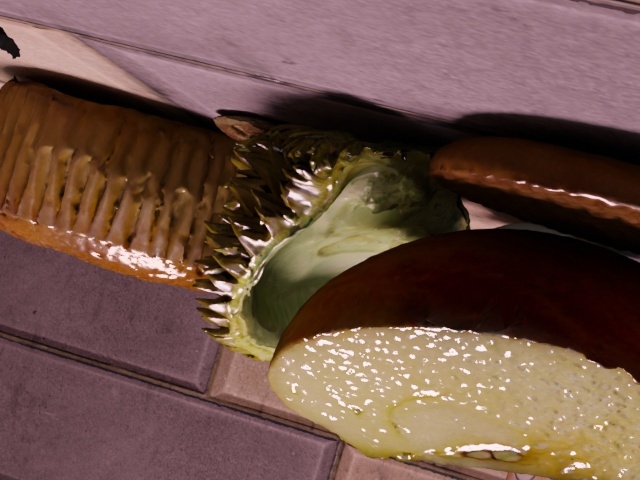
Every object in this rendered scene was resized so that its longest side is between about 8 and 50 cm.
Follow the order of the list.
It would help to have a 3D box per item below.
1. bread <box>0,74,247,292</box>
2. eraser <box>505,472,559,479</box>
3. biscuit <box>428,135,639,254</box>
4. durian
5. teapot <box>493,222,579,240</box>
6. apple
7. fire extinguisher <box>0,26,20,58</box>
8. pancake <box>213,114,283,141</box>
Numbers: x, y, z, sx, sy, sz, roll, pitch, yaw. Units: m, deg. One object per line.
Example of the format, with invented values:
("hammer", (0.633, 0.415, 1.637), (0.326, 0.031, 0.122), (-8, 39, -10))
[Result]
("bread", (-0.175, -0.047, 1.306), (0.253, 0.142, 0.227), (15, -176, -3))
("eraser", (0.288, 0.194, 1.656), (0.087, 0.290, 0.171), (18, 176, -20))
("biscuit", (0.192, -0.019, 0.915), (0.262, 0.037, 0.262), (16, 178, 1))
("durian", (0.013, 0.008, 1.108), (0.198, 0.163, 0.394), (13, 162, 5))
("teapot", (0.191, 0.058, 1.305), (0.232, 0.159, 0.159), (-7, 169, 17))
("apple", (0.143, 0.080, 1.003), (0.346, 0.179, 0.254), (6, -164, 22))
("fire extinguisher", (-0.277, -0.150, 0.671), (0.294, 0.093, 0.118), (18, -158, -27))
("pancake", (-0.031, -0.081, 1.164), (0.115, 0.011, 0.115), (15, 174, 2))
